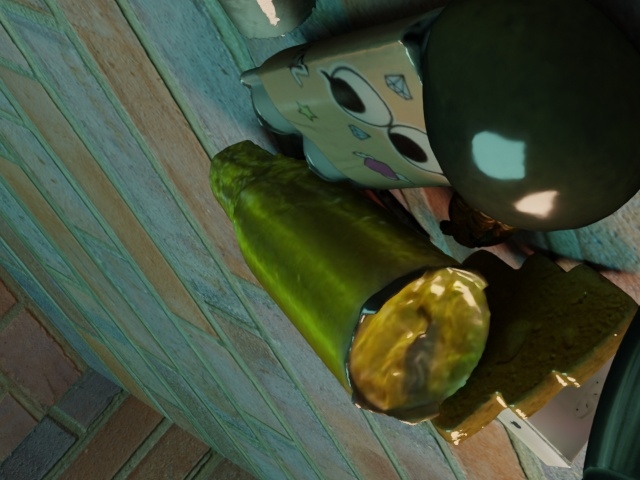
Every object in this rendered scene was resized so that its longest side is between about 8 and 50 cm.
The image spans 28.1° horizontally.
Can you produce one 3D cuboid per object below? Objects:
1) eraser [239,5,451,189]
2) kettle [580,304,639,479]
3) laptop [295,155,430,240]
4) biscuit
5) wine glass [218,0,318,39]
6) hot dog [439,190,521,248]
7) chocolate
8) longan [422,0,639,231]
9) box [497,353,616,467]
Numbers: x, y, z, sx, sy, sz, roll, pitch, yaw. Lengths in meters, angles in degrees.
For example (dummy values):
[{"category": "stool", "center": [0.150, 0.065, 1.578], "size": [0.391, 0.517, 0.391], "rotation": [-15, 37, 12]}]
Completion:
[{"category": "eraser", "center": [0.061, -0.116, 1.106], "size": [0.171, 0.087, 0.290], "rotation": [44, 162, -22]}, {"category": "kettle", "center": [0.281, 0.129, 0.946], "size": [0.251, 0.271, 0.207], "rotation": [13, 147, 52]}, {"category": "laptop", "center": [0.025, -0.040, 1.450], "size": [0.154, 0.026, 0.207], "rotation": [48, 159, -15]}, {"category": "biscuit", "center": [0.192, 0.089, 1.194], "size": [0.239, 0.212, 0.041], "rotation": [-13, 135, 35]}, {"category": "wine glass", "center": [-0.077, -0.264, 1.020], "size": [0.103, 0.103, 0.222], "rotation": [25, 155, 39]}, {"category": "hot dog", "center": [0.156, -0.033, 1.162], "size": [0.072, 0.055, 0.188], "rotation": [40, 162, 6]}, {"category": "chocolate", "center": [0.000, 0.000, 1.289], "size": [0.162, 0.162, 0.445], "rotation": [55, 173, -36]}, {"category": "longan", "center": [0.149, -0.094, 0.893], "size": [0.167, 0.167, 0.187], "rotation": [-5, 109, 65]}, {"category": "box", "center": [0.231, 0.134, 1.271], "size": [0.129, 0.130, 0.051], "rotation": [44, 163, -10]}]
